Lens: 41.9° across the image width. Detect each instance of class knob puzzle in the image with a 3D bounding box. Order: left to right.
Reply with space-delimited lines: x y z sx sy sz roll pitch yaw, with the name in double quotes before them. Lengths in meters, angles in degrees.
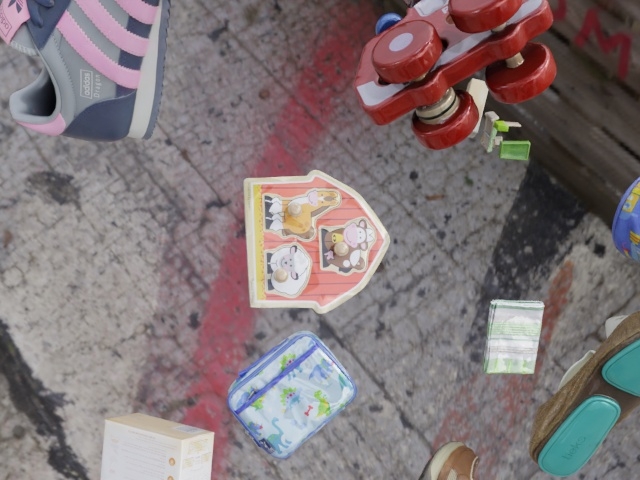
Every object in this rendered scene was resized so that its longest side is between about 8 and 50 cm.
"knob puzzle" 0.000 0.000 1.101 0.213 0.030 0.213 2 82 -13

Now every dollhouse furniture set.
"dollhouse furniture set" 0.377 -0.210 1.709 0.059 0.076 0.151 2 23 -5

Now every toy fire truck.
"toy fire truck" 0.184 -0.294 1.233 0.302 0.169 0.253 -30 37 12

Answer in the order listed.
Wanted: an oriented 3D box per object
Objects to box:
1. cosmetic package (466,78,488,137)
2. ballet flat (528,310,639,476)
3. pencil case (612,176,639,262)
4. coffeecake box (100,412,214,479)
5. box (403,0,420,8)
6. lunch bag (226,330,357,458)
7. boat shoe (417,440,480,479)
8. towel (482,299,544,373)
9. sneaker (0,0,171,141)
"cosmetic package" 0.329 -0.285 1.811 0.041 0.060 0.115 14 84 1
"ballet flat" 0.402 0.182 1.149 0.116 0.342 0.124 24 31 -12
"pencil case" 0.466 0.011 0.886 0.306 0.119 0.133 31 112 48
"coffeecake box" -0.223 0.338 1.117 0.142 0.068 0.185 5 91 32
"box" 0.189 -0.436 0.847 0.381 0.143 0.191 -37 91 2
"lunch bag" -0.058 0.287 1.583 0.219 0.090 0.176 -38 95 -4
"boat shoe" 0.166 0.385 1.131 0.120 0.324 0.122 28 113 18
"towel" 0.387 0.195 1.673 0.113 0.023 0.151 3 101 -9
"sneaker" -0.191 -0.199 0.663 0.131 0.319 0.112 -5 49 -20
